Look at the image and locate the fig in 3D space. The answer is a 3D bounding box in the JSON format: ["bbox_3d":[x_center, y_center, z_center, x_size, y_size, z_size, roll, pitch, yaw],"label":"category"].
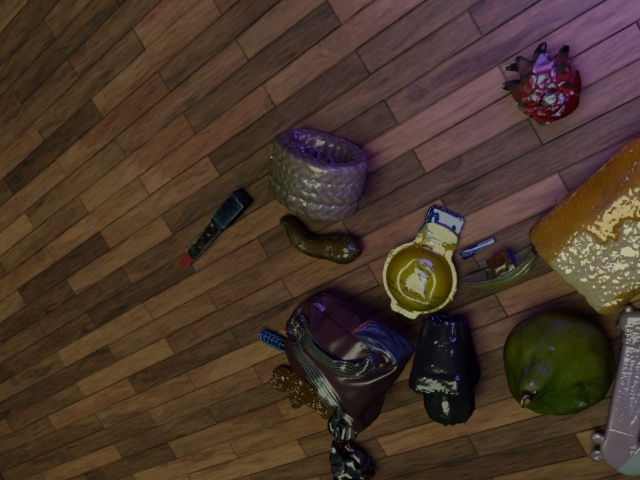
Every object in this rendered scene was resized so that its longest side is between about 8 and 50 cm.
[{"bbox_3d":[0.488,0.257,1.364,0.233,0.314,0.232,0,89,8],"label":"fig"}]

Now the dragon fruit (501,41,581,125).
[{"bbox_3d":[0.424,-0.290,1.284,0.130,0.121,0.141,-8,79,-2],"label":"dragon fruit"}]

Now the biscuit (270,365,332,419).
[{"bbox_3d":[-0.046,0.398,1.847,0.205,0.031,0.138,14,104,24],"label":"biscuit"}]

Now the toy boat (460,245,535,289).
[{"bbox_3d":[0.387,0.062,1.469,0.172,0.065,0.066,-31,106,28],"label":"toy boat"}]

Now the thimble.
[{"bbox_3d":[-0.010,-0.147,1.520,0.229,0.196,0.148,21,119,18],"label":"thimble"}]

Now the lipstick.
[{"bbox_3d":[-0.291,-0.024,1.808,0.051,0.051,0.312,48,125,1],"label":"lipstick"}]

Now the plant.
[{"bbox_3d":[0.287,0.299,1.563,0.142,0.164,0.255,-3,92,25],"label":"plant"}]

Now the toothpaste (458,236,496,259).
[{"bbox_3d":[0.347,0.017,1.494,0.083,0.015,0.024,-31,117,24],"label":"toothpaste"}]

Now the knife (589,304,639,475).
[{"bbox_3d":[0.663,0.325,1.442,0.132,0.038,0.398,9,112,23],"label":"knife"}]

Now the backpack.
[{"bbox_3d":[0.044,0.274,1.652,0.317,0.197,0.283,38,121,23],"label":"backpack"}]

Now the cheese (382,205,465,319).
[{"bbox_3d":[0.240,0.055,1.543,0.177,0.069,0.270,25,109,12],"label":"cheese"}]

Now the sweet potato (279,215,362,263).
[{"bbox_3d":[-0.003,0.005,1.660,0.233,0.062,0.081,19,102,24],"label":"sweet potato"}]

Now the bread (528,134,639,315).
[{"bbox_3d":[0.592,-0.053,1.256,0.236,0.165,0.375,46,125,8],"label":"bread"}]

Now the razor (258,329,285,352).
[{"bbox_3d":[-0.057,0.305,1.815,0.253,0.042,0.081,23,77,19],"label":"razor"}]

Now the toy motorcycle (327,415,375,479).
[{"bbox_3d":[0.081,0.574,1.821,0.123,0.082,0.213,-5,97,22],"label":"toy motorcycle"}]
